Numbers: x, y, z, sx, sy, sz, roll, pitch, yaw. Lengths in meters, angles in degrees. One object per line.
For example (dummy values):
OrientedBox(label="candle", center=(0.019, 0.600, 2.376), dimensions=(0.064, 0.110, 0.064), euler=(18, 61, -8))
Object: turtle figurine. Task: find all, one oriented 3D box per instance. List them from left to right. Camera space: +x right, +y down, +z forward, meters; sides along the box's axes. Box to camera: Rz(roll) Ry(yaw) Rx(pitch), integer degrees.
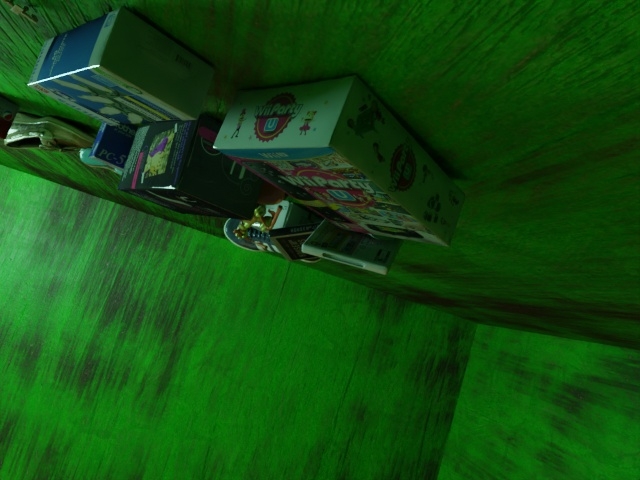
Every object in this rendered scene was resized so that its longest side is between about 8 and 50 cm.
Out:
OrientedBox(label="turtle figurine", center=(-0.191, -0.082, 1.197), dimensions=(0.217, 0.087, 0.269), euler=(28, 158, -10))

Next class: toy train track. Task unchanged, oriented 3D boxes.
OrientedBox(label="toy train track", center=(-0.387, -0.301, 0.604), dimensions=(0.083, 0.014, 0.048), euler=(32, 171, -41))

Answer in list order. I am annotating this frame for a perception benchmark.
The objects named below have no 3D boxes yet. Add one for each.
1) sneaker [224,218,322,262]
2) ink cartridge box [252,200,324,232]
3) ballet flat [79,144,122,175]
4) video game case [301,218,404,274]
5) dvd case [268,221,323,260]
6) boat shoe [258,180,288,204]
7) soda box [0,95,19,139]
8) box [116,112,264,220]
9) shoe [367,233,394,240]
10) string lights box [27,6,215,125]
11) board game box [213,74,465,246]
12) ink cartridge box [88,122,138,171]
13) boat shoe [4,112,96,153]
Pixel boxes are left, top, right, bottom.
OrientedBox(label="sneaker", center=(-0.150, -0.023, 1.622), dimensions=(0.349, 0.131, 0.148), euler=(12, 165, 1))
OrientedBox(label="ink cartridge box", center=(-0.087, -0.044, 1.419), dimensions=(0.153, 0.087, 0.208), euler=(10, 168, 39))
OrientedBox(label="ballet flat", center=(-0.541, -0.221, 1.326), dimensions=(0.232, 0.080, 0.073), euler=(17, -160, 19))
OrientedBox(label="video game case", center=(0.085, -0.003, 1.123), dimensions=(0.193, 0.023, 0.212), euler=(15, -150, 15))
OrientedBox(label="dvd case", center=(0.000, 0.000, 1.326), dimensions=(0.238, 0.030, 0.179), euler=(-8, 155, 11))
OrientedBox(label="boat shoe", center=(-0.151, -0.132, 1.072), dimensions=(0.206, 0.073, 0.073), euler=(18, -149, 24))
OrientedBox(label="soda box", center=(-0.870, -0.323, 1.195), dimensions=(0.263, 0.092, 0.083), euler=(15, 170, 21))
OrientedBox(label="box", center=(-0.248, -0.135, 0.947), dimensions=(0.165, 0.144, 0.270), euler=(23, 170, -42))
OrientedBox(label="shoe", center=(0.087, -0.050, 1.115), dimensions=(0.177, 0.064, 0.081), euler=(24, 173, -10))
OrientedBox(label="string lights box", center=(-0.277, -0.221, 0.667), dimensions=(0.259, 0.077, 0.133), euler=(10, 170, 44))
OrientedBox(label="board game box", center=(0.037, -0.100, 0.705), dimensions=(0.224, 0.098, 0.303), euler=(10, 164, 44))
OrientedBox(label="ink cartridge box", center=(-0.384, -0.183, 1.080), dimensions=(0.207, 0.097, 0.046), euler=(24, 170, -40))
OrientedBox(label="boat shoe", center=(-0.687, -0.258, 1.248), dimensions=(0.285, 0.089, 0.104), euler=(13, 170, 28))
